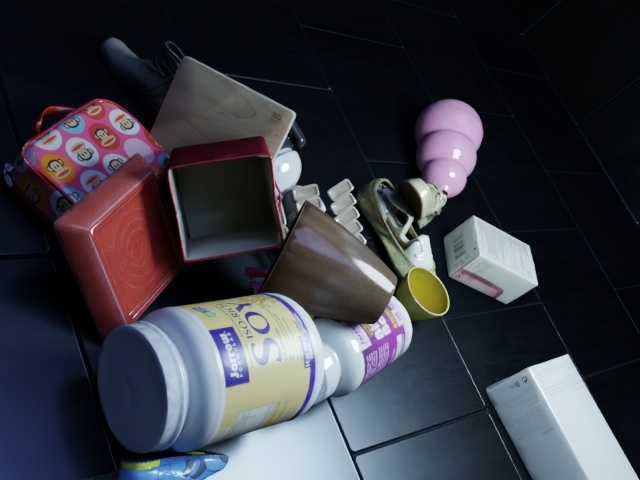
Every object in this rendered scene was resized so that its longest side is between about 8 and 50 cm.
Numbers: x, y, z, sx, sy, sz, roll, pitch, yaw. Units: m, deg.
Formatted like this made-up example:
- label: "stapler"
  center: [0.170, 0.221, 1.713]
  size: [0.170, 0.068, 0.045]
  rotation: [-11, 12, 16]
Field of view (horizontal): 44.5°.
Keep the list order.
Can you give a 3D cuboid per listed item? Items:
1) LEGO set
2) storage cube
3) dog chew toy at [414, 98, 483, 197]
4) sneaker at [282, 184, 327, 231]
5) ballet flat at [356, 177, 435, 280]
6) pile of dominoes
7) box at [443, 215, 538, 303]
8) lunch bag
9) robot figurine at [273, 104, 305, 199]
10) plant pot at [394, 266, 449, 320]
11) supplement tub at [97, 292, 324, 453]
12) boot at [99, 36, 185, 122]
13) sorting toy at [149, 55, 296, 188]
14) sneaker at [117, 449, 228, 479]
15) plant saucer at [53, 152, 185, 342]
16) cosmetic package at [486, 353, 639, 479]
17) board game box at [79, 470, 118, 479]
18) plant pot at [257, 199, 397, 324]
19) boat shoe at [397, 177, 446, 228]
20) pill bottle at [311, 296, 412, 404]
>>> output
- label: "LEGO set"
  center: [-0.046, 0.115, 1.652]
  size: [0.227, 0.087, 0.093]
  rotation: [0, 70, -5]
- label: "storage cube"
  center: [-0.184, -0.086, 1.495]
  size: [0.193, 0.215, 0.183]
  rotation: [-113, -165, -71]
- label: "dog chew toy"
  center: [0.374, -0.261, 2.319]
  size: [0.207, 0.206, 0.331]
  rotation: [30, 51, -23]
- label: "sneaker"
  center: [-0.039, -0.013, 1.792]
  size: [0.121, 0.099, 0.262]
  rotation: [-9, 64, -42]
- label: "ballet flat"
  center: [0.215, -0.011, 2.015]
  size: [0.123, 0.123, 0.348]
  rotation: [-17, 71, -49]
- label: "pile of dominoes"
  center: [0.000, 0.000, 1.740]
  size: [0.196, 0.040, 0.251]
  rotation: [-13, 88, -12]
- label: "box"
  center: [0.476, 0.057, 2.198]
  size: [0.232, 0.127, 0.148]
  rotation: [26, 44, -27]
- label: "lunch bag"
  center: [-0.442, -0.146, 1.491]
  size: [0.258, 0.120, 0.293]
  rotation: [45, 38, -6]
- label: "robot figurine"
  center: [-0.163, -0.213, 1.777]
  size: [0.278, 0.209, 0.173]
  rotation: [55, 23, 6]
- label: "plant pot"
  center: [0.235, 0.145, 1.919]
  size: [0.134, 0.095, 0.134]
  rotation: [24, 45, -27]
- label: "supplement tub"
  center: [-0.183, 0.223, 1.339]
  size: [0.331, 0.241, 0.241]
  rotation: [-5, 63, -46]
- label: "boot"
  center: [-0.367, -0.389, 1.731]
  size: [0.246, 0.161, 0.083]
  rotation: [50, 38, 1]
- label: "sorting toy"
  center: [-0.212, -0.213, 1.640]
  size: [0.257, 0.255, 0.089]
  rotation: [28, 15, 3]
- label: "sneaker"
  center: [-0.237, 0.384, 1.263]
  size: [0.209, 0.069, 0.082]
  rotation: [7, 80, -48]
- label: "plant saucer"
  center: [-0.337, 0.013, 1.397]
  size: [0.258, 0.048, 0.259]
  rotation: [-56, 141, -49]
- label: "cosmetic package"
  center: [0.607, 0.497, 1.941]
  size: [0.217, 0.156, 0.385]
  rotation: [-3, 63, -45]
- label: "board game box"
  center: [-0.309, 0.429, 1.221]
  size: [0.260, 0.030, 0.136]
  rotation: [0, 61, -44]
- label: "plant pot"
  center: [0.024, 0.068, 1.532]
  size: [0.230, 0.215, 0.215]
  rotation: [27, 41, -4]
- label: "boat shoe"
  center: [0.272, -0.111, 2.037]
  size: [0.109, 0.098, 0.302]
  rotation: [58, 0, 15]
- label: "pill bottle"
  center: [0.050, 0.221, 1.620]
  size: [0.301, 0.169, 0.169]
  rotation: [-25, 78, -51]
